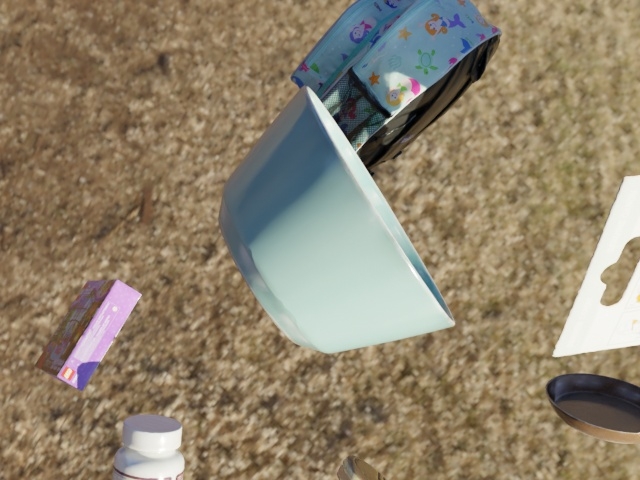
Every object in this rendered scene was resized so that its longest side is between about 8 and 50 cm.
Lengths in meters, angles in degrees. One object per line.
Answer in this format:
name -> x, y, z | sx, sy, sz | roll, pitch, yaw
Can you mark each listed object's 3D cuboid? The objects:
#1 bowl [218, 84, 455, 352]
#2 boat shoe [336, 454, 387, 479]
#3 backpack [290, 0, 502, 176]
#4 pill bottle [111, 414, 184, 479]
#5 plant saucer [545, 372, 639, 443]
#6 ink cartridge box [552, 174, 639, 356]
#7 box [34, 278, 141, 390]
bowl -> 0.000, 0.000, 1.190 | 0.311, 0.163, 0.311 | 58, 6, -10
boat shoe -> 0.121, 0.559, 2.045 | 0.341, 0.110, 0.121 | 55, 10, -15
backpack -> 0.104, -0.229, 1.403 | 0.191, 0.253, 0.225 | 53, 38, 0
pill bottle -> -0.298, 0.419, 1.841 | 0.121, 0.121, 0.221 | 2, 99, -31
plant saucer -> 0.381, 0.226, 1.428 | 0.168, 0.029, 0.168 | 7, 19, -2
ink cartridge box -> 0.461, -0.015, 1.232 | 0.385, 0.308, 0.091 | -8, 49, -14
box -> -0.442, 0.172, 2.014 | 0.057, 0.293, 0.201 | 35, 75, -17
